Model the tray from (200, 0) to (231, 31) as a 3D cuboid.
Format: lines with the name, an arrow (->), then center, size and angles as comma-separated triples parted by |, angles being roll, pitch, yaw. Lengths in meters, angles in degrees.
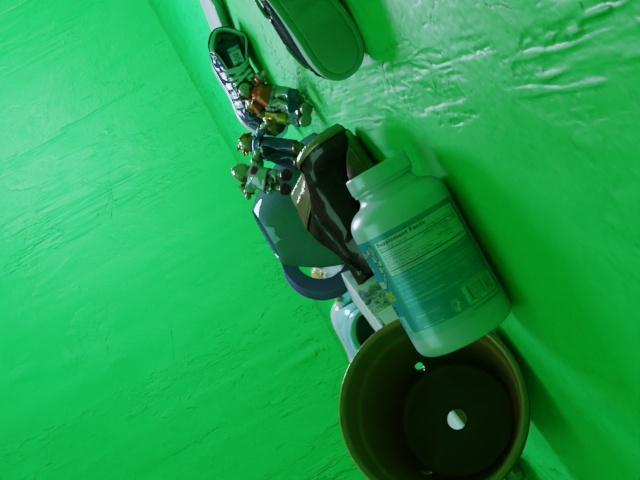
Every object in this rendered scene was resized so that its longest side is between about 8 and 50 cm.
tray -> -0.243, -0.522, 2.103 | 0.145, 0.030, 0.270 | 55, 171, 32

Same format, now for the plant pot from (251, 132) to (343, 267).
plant pot -> -0.030, -0.055, 1.826 | 0.290, 0.195, 0.290 | 58, 172, 13

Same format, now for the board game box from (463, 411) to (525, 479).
board game box -> 0.315, 0.358, 1.715 | 0.259, 0.039, 0.124 | 59, 172, -9

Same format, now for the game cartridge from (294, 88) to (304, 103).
game cartridge -> -0.044, -0.275, 1.775 | 0.056, 0.017, 0.083 | 63, 173, 10

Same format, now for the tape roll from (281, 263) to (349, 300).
tape roll -> 0.002, 0.040, 1.995 | 0.189, 0.189, 0.080 | 58, 173, 17

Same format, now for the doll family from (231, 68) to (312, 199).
doll family -> -0.102, -0.214, 1.731 | 0.163, 0.118, 0.263 | 17, 109, 33

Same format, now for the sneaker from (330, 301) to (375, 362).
sneaker -> 0.150, 0.320, 2.288 | 0.366, 0.135, 0.150 | 56, 170, -17

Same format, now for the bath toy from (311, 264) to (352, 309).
bath toy -> 0.000, 0.000, 2.156 | 0.151, 0.129, 0.348 | -39, 79, 38

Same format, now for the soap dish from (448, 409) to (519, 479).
soap dish -> 0.240, 0.463, 1.697 | 0.118, 0.229, 0.291 | 44, -176, -40

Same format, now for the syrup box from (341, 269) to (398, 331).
syrup box -> 0.145, 0.143, 1.808 | 0.237, 0.093, 0.096 | 53, 170, 45

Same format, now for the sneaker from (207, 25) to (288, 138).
sneaker -> -0.171, -0.364, 1.964 | 0.282, 0.099, 0.153 | 55, 167, 17

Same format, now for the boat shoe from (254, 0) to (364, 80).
boat shoe -> -0.048, -0.349, 1.152 | 0.302, 0.114, 0.091 | 64, 166, -22

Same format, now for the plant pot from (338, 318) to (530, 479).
plant pot -> 0.199, 0.277, 1.368 | 0.291, 0.291, 0.203 | 56, -172, 27

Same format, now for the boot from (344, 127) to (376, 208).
boot -> 0.105, -0.032, 1.466 | 0.269, 0.089, 0.236 | 53, 157, 40

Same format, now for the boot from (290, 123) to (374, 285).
boot -> 0.046, -0.055, 1.386 | 0.207, 0.090, 0.248 | 51, 154, 14

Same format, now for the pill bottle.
pill bottle -> 0.138, 0.014, 1.168 | 0.264, 0.146, 0.146 | 61, 173, -1
